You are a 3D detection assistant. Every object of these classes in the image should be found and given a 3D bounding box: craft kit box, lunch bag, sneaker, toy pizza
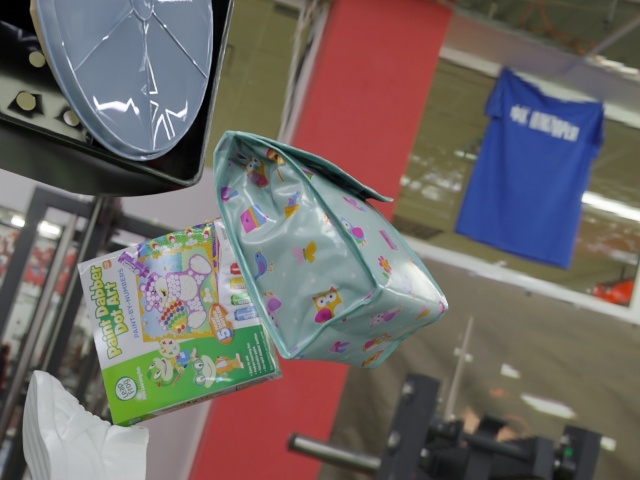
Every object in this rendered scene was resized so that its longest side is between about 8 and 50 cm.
[{"bbox_3d":[-0.207,0.115,1.437,0.246,0.250,0.061,-19,-17,6],"label":"craft kit box"},{"bbox_3d":[0.000,0.000,1.116,0.262,0.160,0.223,60,17,24],"label":"lunch bag"},{"bbox_3d":[-0.348,0.297,1.482,0.169,0.108,0.292,7,22,-27],"label":"sneaker"},{"bbox_3d":[-0.125,-0.151,0.622,0.032,0.201,0.201,-1,-15,21],"label":"toy pizza"}]

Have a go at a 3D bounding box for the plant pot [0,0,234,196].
[{"bbox_3d":[-0.193,-0.131,0.739,0.188,0.188,0.167,19,-23,-29],"label":"plant pot"}]
